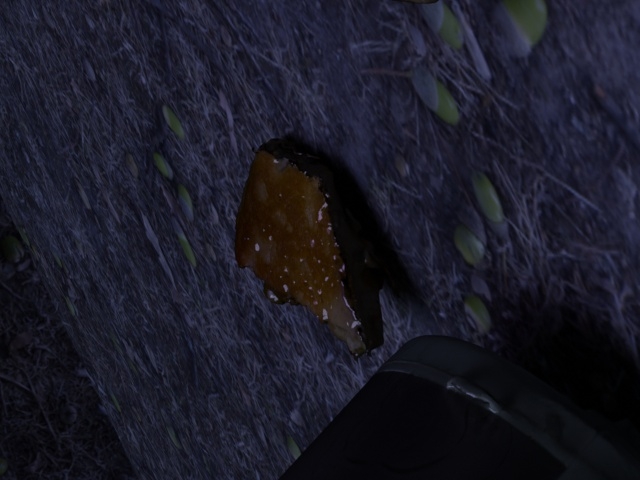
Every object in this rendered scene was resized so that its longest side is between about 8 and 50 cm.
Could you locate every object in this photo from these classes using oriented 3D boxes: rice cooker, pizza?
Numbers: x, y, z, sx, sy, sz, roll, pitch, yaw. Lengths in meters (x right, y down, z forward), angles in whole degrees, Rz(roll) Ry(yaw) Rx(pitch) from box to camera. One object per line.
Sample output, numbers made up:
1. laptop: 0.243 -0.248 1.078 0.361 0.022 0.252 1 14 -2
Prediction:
1. rice cooker: 0.093 0.225 1.024 0.288 0.277 0.288 38 159 17
2. pizza: 0.000 0.000 1.285 0.226 0.069 0.147 27 119 54

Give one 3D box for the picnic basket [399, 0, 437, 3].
1. picnic basket: 0.016 -0.281 0.692 0.228 0.175 0.312 27 140 60
